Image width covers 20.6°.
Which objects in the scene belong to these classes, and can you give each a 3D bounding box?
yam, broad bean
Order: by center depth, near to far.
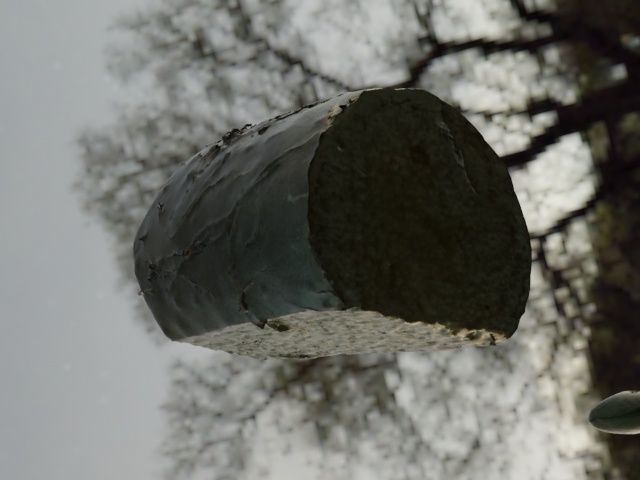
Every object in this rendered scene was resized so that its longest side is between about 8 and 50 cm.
[{"bbox_3d":[-0.002,-0.005,1.331,0.202,0.271,0.201,15,-113,-32],"label":"yam"},{"bbox_3d":[0.321,0.138,1.484,0.069,0.227,0.039,-15,-91,-36],"label":"broad bean"}]
